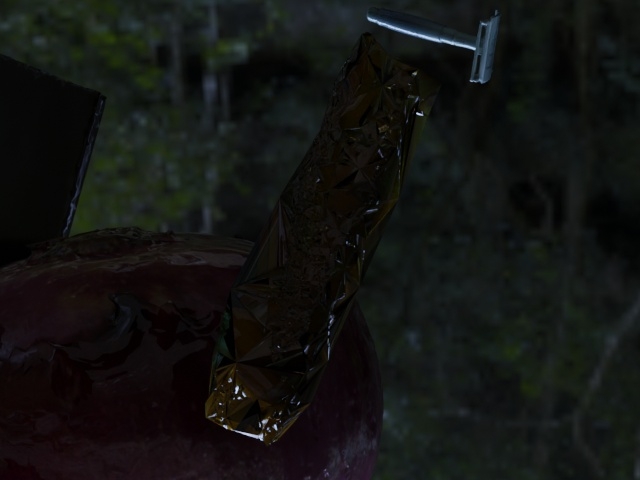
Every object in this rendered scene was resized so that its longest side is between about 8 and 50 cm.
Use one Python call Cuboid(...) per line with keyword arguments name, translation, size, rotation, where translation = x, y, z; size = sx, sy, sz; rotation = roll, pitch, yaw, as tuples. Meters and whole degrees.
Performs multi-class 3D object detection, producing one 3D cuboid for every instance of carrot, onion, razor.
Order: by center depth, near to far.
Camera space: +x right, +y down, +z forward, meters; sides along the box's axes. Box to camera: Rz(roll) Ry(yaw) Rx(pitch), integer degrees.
Cuboid(name="carrot", translation=(0.001, 0.000, 1.063), size=(0.069, 0.228, 0.069), rotation=(23, -178, -1))
Cuboid(name="onion", translation=(-0.139, 0.141, 1.289), size=(0.358, 0.345, 0.358), rotation=(7, 168, 2))
Cuboid(name="razor", translation=(0.106, -0.202, 1.855), size=(0.135, 0.068, 0.040), rotation=(20, -152, 26))

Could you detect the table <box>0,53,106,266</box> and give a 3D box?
Cuboid(name="table", translation=(-0.354, -0.024, 1.640), size=(0.196, 0.282, 0.250), rotation=(24, -168, 35))
